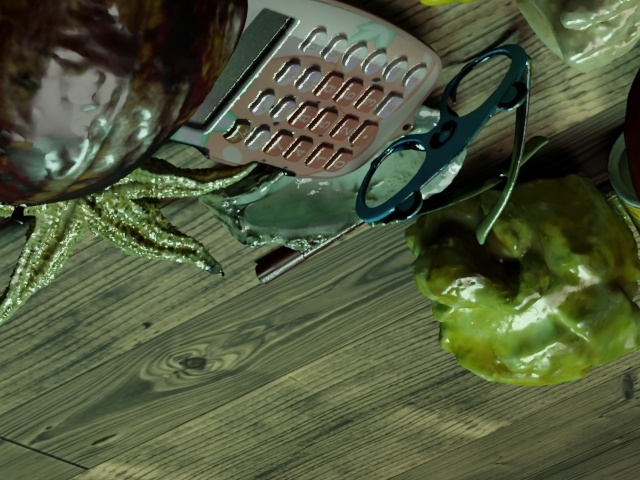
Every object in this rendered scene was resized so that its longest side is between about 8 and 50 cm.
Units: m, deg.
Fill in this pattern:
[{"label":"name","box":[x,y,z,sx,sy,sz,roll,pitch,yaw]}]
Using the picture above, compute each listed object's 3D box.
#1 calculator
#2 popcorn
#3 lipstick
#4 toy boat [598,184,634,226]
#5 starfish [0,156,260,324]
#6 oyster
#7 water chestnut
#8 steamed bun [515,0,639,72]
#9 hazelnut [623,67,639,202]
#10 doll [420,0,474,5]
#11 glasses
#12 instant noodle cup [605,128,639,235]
[{"label":"calculator","box":[-0.032,-0.153,1.645,0.330,0.048,0.220,17,127,-39]},{"label":"popcorn","box":[0.237,0.034,1.975,0.276,0.225,0.276,-10,110,-30]},{"label":"lipstick","box":[0.000,0.000,1.992,0.176,0.027,0.027,-30,148,22]},{"label":"toy boat","box":[0.382,-0.050,2.107,0.063,0.016,0.115,-26,149,17]},{"label":"starfish","box":[-0.234,-0.051,1.730,0.347,0.078,0.358,-8,141,-10]},{"label":"oyster","box":[0.023,-0.065,1.822,0.199,0.087,0.252,26,123,-35]},{"label":"water chestnut","box":[-0.233,-0.189,1.235,0.347,0.335,0.335,15,140,-30]},{"label":"steamed bun","box":[0.255,-0.339,1.338,0.428,0.247,0.189,-48,169,30]},{"label":"hazelnut","box":[0.513,-0.119,1.706,0.409,0.359,0.359,-33,147,27]},{"label":"doll","box":[0.105,-0.259,1.553,0.135,0.071,0.113,-14,144,6]},{"label":"glasses","box":[0.147,-0.087,1.787,0.239,0.102,0.207,-45,154,2]},{"label":"instant noodle cup","box":[0.431,-0.048,1.989,0.193,0.193,0.212,-27,141,19]}]
